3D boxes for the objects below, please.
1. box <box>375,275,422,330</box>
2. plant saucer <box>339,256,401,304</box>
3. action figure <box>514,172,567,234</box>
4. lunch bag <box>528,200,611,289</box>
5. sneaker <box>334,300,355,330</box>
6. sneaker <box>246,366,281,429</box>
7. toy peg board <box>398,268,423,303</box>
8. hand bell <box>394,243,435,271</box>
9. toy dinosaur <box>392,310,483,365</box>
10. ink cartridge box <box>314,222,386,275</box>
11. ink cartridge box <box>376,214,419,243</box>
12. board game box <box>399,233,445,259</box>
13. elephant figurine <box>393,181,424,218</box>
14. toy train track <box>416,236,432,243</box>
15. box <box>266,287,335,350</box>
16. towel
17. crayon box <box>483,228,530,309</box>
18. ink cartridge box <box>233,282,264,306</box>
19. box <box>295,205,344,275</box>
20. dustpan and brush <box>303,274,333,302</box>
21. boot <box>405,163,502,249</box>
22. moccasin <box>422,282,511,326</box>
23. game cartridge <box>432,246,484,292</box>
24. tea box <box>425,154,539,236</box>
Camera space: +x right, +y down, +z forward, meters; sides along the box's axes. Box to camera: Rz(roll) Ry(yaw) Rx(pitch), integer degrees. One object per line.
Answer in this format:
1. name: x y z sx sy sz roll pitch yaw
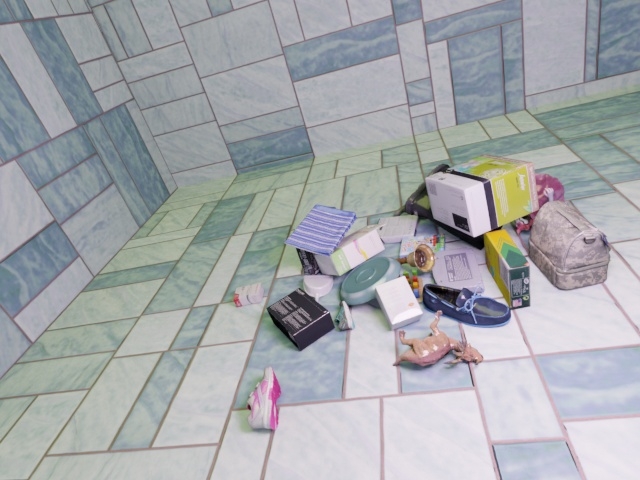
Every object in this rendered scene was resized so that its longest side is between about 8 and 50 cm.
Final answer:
1. box: 0.310 0.251 1.690 0.130 0.091 0.170 -19 63 -4
2. plant saucer: 0.213 0.169 1.911 0.318 0.043 0.317 -31 19 12
3. action figure: 1.001 -0.156 2.023 0.248 0.275 0.370 5 53 44
4. lunch bag: 0.969 0.008 1.654 0.213 0.256 0.305 -14 30 7
5. sneaker: 0.092 0.321 1.800 0.076 0.065 0.166 -21 28 2
6. sneaker: -0.210 0.558 1.513 0.111 0.102 0.252 -12 29 7
7. toy peg board: 0.361 0.199 1.840 0.161 0.079 0.160 -9 30 16
8. hand bell: 0.397 0.094 1.960 0.126 0.126 0.242 -37 11 -31
9. toy dinosaur: 0.393 0.384 1.472 0.296 0.127 0.200 -24 36 0
10. ink cartridge box: 0.170 0.042 2.107 0.354 0.119 0.207 -29 10 -22
11. ink cartridge box: 0.412 -0.063 2.294 0.224 0.045 0.223 -4 31 24
12. board game box: 0.505 0.033 2.087 0.212 0.039 0.160 -6 31 21
13. elephant figurine: 0.559 -0.195 2.367 0.169 0.186 0.239 43 69 9
14. toy train track: 0.512 -0.002 2.087 0.083 0.014 0.048 -19 29 -2
15. box: -0.089 0.334 1.831 0.184 0.103 0.261 -32 32 -19
16. towel: 0.009 -0.062 2.062 0.243 0.040 0.336 16 43 21
17. crayon box: 0.738 0.095 1.687 0.081 0.202 0.318 -13 30 8
18. ink cartridge box: -0.359 0.274 2.128 0.135 0.056 0.099 -13 30 10
19. box: 0.000 0.000 2.212 0.077 0.242 0.307 9 39 38
20. dustpan and brush: -0.016 0.242 2.009 0.147 0.060 0.211 -1 25 4
21. boot: 0.708 -0.183 2.109 0.445 0.146 0.367 29 69 37
22. moccasin: 0.545 0.244 1.624 0.342 0.116 0.137 5 36 34
23. game cartridge: 0.591 0.136 1.852 0.196 0.060 0.294 -6 31 13
24. tea box: 0.692 -0.207 1.838 0.324 0.219 0.329 -22 21 -9
